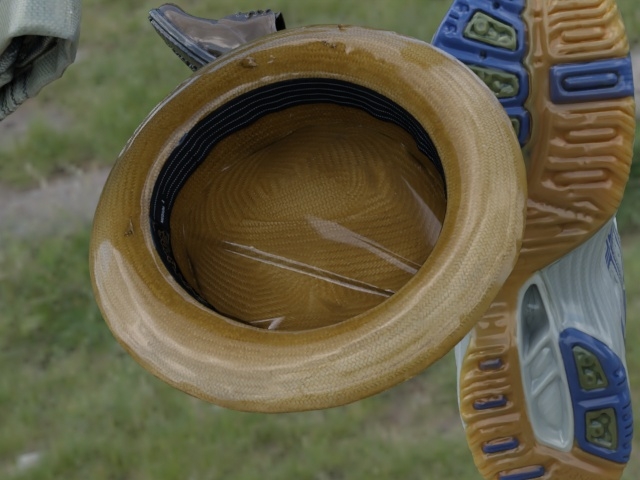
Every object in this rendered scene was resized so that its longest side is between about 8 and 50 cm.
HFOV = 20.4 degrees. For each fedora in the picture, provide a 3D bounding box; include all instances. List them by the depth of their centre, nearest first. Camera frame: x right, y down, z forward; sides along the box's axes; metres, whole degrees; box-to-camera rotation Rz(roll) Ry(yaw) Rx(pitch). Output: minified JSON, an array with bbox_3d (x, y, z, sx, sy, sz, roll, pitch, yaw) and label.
[{"bbox_3d":[0.000,0.000,0.744,0.194,0.079,0.194,-11,57,17],"label":"fedora"}]

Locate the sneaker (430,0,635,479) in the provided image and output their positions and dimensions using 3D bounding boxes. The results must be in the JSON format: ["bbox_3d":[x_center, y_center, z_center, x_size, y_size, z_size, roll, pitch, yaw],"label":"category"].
[{"bbox_3d":[0.106,-0.015,0.929,0.112,0.296,0.131,0,21,7],"label":"sneaker"}]

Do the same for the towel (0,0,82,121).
[{"bbox_3d":[-0.146,-0.186,0.792,0.056,0.324,0.312,11,-15,-27],"label":"towel"}]

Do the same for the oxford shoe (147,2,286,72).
[{"bbox_3d":[-0.080,-0.198,1.826,0.227,0.083,0.096,30,81,27],"label":"oxford shoe"}]
